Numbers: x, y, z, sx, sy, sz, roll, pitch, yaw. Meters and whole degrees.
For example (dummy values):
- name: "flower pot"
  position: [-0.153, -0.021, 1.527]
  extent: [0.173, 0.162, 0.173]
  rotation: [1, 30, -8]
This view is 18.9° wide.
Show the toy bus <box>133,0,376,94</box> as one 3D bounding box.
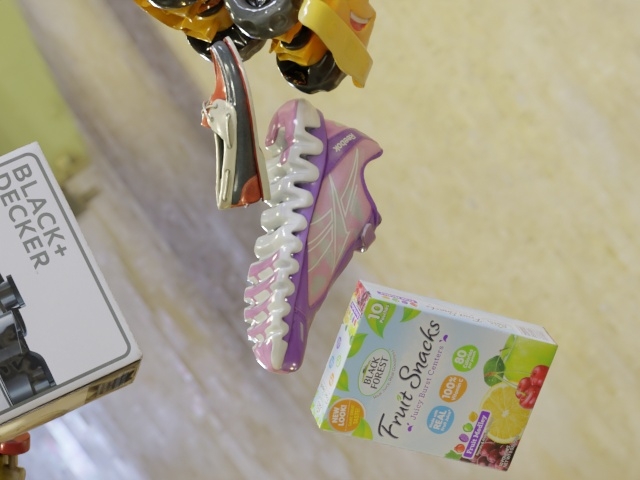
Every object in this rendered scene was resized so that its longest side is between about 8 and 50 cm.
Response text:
- name: "toy bus"
  position: [-0.033, -0.252, 1.621]
  extent: [0.220, 0.211, 0.149]
  rotation: [22, 168, 27]

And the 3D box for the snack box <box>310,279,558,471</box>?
- name: "snack box"
  position: [0.076, 0.092, 1.296]
  extent: [0.141, 0.100, 0.037]
  rotation: [15, -165, -18]

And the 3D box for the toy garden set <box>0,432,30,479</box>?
- name: "toy garden set"
  position: [-0.282, 0.090, 1.537]
  extent: [0.244, 0.049, 0.204]
  rotation: [37, 127, 56]

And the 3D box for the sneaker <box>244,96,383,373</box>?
- name: "sneaker"
  position: [0.000, 0.000, 1.645]
  extent: [0.104, 0.236, 0.095]
  rotation: [12, 171, -21]

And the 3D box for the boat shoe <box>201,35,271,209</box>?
- name: "boat shoe"
  position: [-0.071, -0.090, 1.506]
  extent: [0.049, 0.043, 0.137]
  rotation: [-117, 16, -70]

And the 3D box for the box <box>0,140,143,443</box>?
- name: "box"
  position: [-0.281, 0.071, 1.253]
  extent: [0.169, 0.290, 0.087]
  rotation: [64, 164, 10]
